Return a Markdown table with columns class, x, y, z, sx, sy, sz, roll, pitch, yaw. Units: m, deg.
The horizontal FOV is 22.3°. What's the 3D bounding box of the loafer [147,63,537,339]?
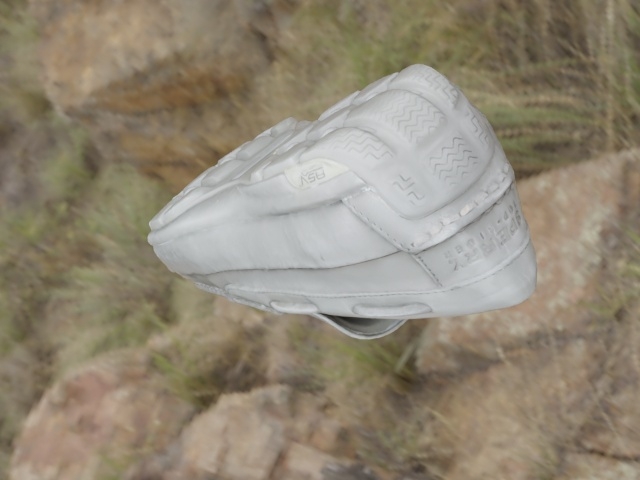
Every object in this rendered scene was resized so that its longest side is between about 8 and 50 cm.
| class | x | y | z | sx | sy | sz | roll | pitch | yaw |
| --- | --- | --- | --- | --- | --- | --- | --- | --- | --- |
| loafer | 0.000 | 0.000 | 0.787 | 0.112 | 0.111 | 0.319 | -38 | 10 | -17 |
